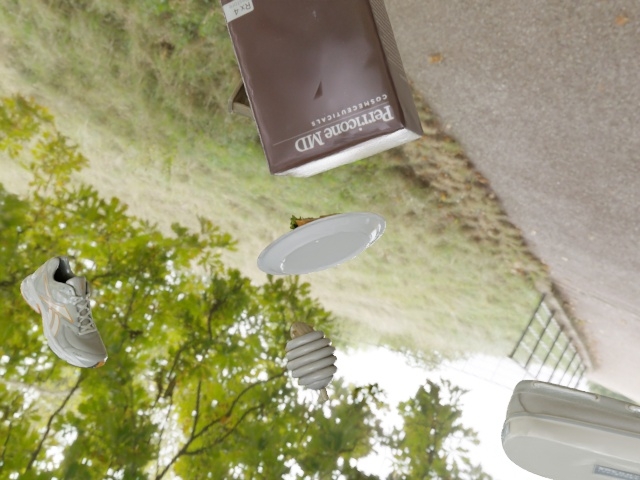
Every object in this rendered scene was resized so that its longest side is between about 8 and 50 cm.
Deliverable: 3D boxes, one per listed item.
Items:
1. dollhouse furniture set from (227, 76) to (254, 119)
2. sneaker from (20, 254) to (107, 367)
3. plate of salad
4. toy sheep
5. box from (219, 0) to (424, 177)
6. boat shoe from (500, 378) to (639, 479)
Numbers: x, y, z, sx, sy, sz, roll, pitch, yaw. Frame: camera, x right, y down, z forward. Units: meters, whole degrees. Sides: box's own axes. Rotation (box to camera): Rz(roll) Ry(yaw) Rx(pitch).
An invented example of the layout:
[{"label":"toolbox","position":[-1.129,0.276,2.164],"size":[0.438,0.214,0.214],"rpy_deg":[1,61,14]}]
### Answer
[{"label":"dollhouse furniture set","position":[-0.102,-0.367,1.253],"size":[0.161,0.212,0.242],"rpy_deg":[21,149,1]},{"label":"sneaker","position":[-0.514,0.142,1.200],"size":[0.262,0.121,0.099],"rpy_deg":[49,-165,14]},{"label":"plate of salad","position":[0.000,0.000,0.859],"size":[0.200,0.200,0.048],"rpy_deg":[14,-130,-56]},{"label":"toy sheep","position":[-0.013,0.190,0.916],"size":[0.132,0.091,0.091],"rpy_deg":[65,-162,11]},{"label":"box","position":[-0.015,-0.292,0.771],"size":[0.191,0.381,0.143],"rpy_deg":[-17,-179,20]},{"label":"boat shoe","position":[0.213,0.131,0.371],"size":[0.184,0.066,0.063],"rpy_deg":[4,-137,22]}]
